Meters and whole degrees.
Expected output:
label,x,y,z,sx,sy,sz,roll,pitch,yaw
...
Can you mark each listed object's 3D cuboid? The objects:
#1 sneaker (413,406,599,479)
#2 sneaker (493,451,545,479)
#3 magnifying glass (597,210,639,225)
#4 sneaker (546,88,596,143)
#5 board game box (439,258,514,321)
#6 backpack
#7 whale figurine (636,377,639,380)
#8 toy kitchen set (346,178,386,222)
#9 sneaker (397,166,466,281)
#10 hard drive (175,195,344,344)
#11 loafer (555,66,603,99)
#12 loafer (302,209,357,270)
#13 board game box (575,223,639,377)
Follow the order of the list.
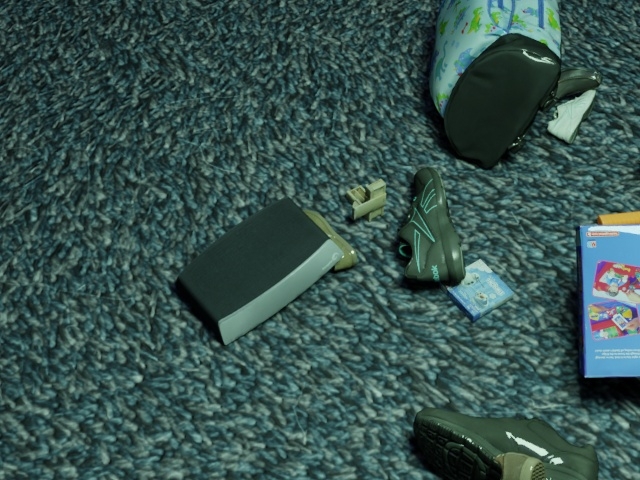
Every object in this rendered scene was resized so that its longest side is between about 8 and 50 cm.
label,x,y,z,sx,sy,sz,roll,pitch,yaw
sneaker,0.277,0.312,1.594,0.286,0.109,0.130,23,43,10
sneaker,0.269,0.389,1.502,0.071,0.188,0.066,10,4,42
magnifying glass,0.614,-0.045,1.936,0.231,0.026,0.092,-7,50,-6
sneaker,0.492,-0.254,2.094,0.061,0.053,0.152,24,54,22
board game box,0.265,0.084,1.825,0.090,0.020,0.090,-27,55,-23
backpack,0.335,-0.365,2.042,0.273,0.290,0.355,31,47,1
whale figurine,0.596,0.117,1.745,0.272,0.141,0.216,-35,86,-1
toy kitchen set,0.068,-0.080,1.920,0.068,0.083,0.075,-27,55,-22
sneaker,0.180,-0.031,1.872,0.106,0.101,0.267,-14,41,6
hard drive,-0.107,0.041,1.807,0.255,0.054,0.172,-37,59,-12
loafer,0.470,-0.299,2.109,0.170,0.062,0.061,-4,57,34
loafer,0.000,0.000,1.870,0.050,0.056,0.148,-33,57,-33
board game box,0.571,0.089,1.637,0.347,0.078,0.233,-1,89,7
